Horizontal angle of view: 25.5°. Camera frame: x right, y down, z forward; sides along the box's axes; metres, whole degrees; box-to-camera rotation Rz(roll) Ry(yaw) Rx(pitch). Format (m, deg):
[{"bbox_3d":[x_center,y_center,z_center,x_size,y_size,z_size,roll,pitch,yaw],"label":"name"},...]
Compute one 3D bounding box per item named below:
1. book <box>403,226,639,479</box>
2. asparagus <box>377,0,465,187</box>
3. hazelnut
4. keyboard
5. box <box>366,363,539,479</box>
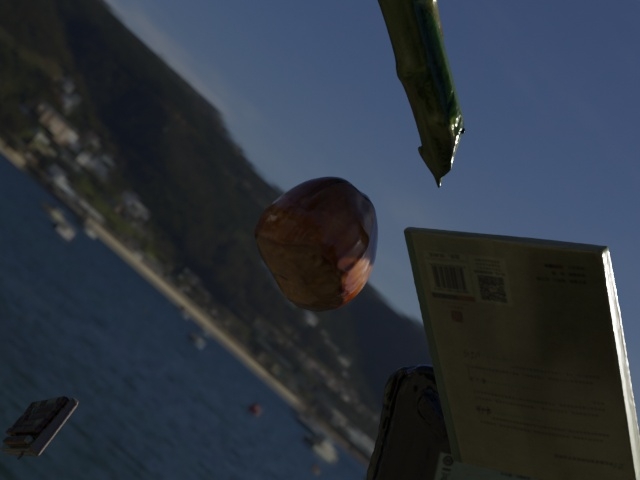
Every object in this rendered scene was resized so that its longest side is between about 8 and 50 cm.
[{"bbox_3d":[0.197,0.117,1.364,0.215,0.025,0.283,7,-55,32],"label":"book"},{"bbox_3d":[0.134,-0.239,1.878,0.082,0.085,0.343,9,-59,65],"label":"asparagus"},{"bbox_3d":[0.000,0.000,1.664,0.150,0.150,0.150,41,-6,5],"label":"hazelnut"},{"bbox_3d":[-0.228,0.148,1.120,0.017,0.055,0.166,39,-18,-11],"label":"keyboard"},{"bbox_3d":[0.252,0.385,2.222,0.359,0.350,0.091,12,12,0],"label":"box"}]
